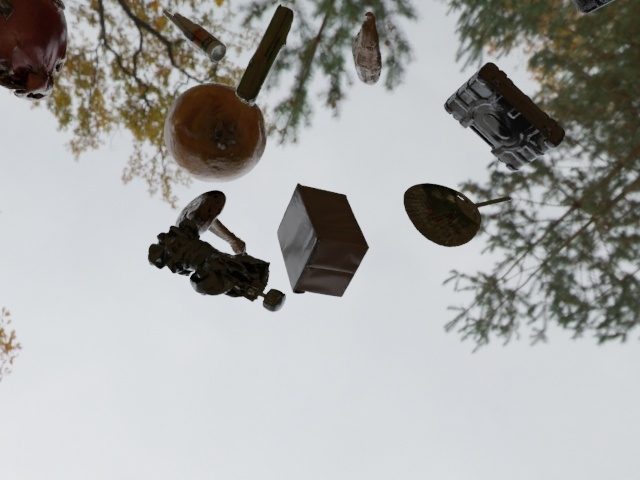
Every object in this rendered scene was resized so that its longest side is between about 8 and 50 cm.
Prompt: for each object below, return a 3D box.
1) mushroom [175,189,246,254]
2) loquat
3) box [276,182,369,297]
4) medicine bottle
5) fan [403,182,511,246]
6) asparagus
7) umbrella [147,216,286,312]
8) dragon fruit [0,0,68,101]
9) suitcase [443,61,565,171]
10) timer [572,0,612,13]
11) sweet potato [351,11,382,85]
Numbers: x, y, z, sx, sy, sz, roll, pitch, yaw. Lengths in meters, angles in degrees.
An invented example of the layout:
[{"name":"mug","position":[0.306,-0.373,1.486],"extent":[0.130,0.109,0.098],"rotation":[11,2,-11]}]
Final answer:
[{"name":"mushroom","position":[-0.282,-0.036,1.621],"extent":[0.218,0.227,0.147],"rotation":[38,-113,-23]},{"name":"loquat","position":[-0.330,-0.337,1.796],"extent":[0.329,0.328,0.328],"rotation":[13,-131,-15]},{"name":"box","position":[0.000,0.000,1.502],"extent":[0.153,0.188,0.252],"rotation":[12,-149,-23]},{"name":"medicine bottle","position":[-0.362,-0.586,1.611],"extent":[0.221,0.061,0.092],"rotation":[44,-161,28]},{"name":"fan","position":[0.360,-0.063,1.491],"extent":[0.295,0.012,0.223],"rotation":[10,-131,2]},{"name":"asparagus","position":[-0.144,-0.479,1.475],"extent":[0.067,0.060,0.277],"rotation":[33,-101,-39]},{"name":"umbrella","position":[-0.226,0.059,1.247],"extent":[0.349,0.094,0.143],"rotation":[26,-108,26]},{"name":"dragon fruit","position":[-0.595,-0.422,1.050],"extent":[0.251,0.250,0.314],"rotation":[-14,-106,-33]},{"name":"suitcase","position":[0.489,-0.325,1.529],"extent":[0.286,0.206,0.066],"rotation":[41,-114,-4]},{"name":"timer","position":[0.565,-0.550,1.130],"extent":[0.055,0.187,0.144],"rotation":[-42,-78,-17]},{"name":"sweet potato","position":[0.087,-0.354,1.074],"extent":[0.068,0.206,0.060],"rotation":[42,-103,13]}]
